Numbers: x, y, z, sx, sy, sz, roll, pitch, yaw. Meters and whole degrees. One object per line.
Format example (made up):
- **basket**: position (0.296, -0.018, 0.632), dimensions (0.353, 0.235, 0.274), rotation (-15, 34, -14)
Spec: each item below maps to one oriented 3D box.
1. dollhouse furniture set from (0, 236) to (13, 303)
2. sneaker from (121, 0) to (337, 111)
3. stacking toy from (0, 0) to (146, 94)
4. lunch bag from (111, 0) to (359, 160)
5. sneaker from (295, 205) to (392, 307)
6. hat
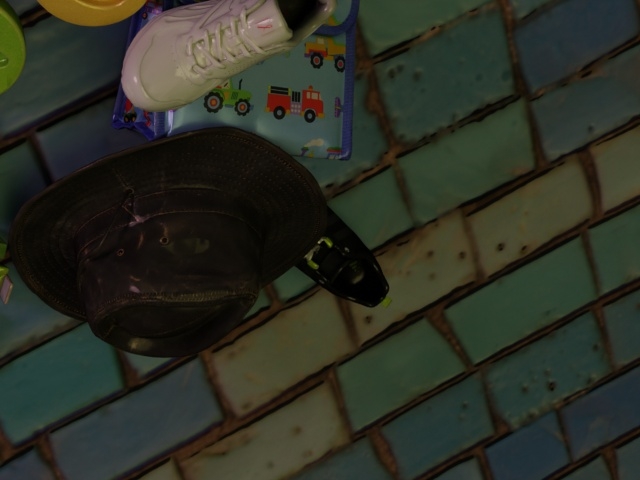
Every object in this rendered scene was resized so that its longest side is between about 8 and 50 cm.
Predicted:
- **dollhouse furniture set**: position (-0.364, 0.061, 1.741), dimensions (0.076, 0.058, 0.151), rotation (12, 106, -30)
- **sneaker**: position (-0.084, -0.197, 1.597), dimensions (0.232, 0.115, 0.090), rotation (-35, 106, -24)
- **stacking toy**: position (-0.340, -0.295, 1.599), dimensions (0.279, 0.130, 0.309), rotation (-37, 124, 24)
- **lunch bag**: position (-0.075, -0.242, 1.730), dimensions (0.221, 0.138, 0.293), rotation (4, 97, -26)
- **sneaker**: position (0.000, 0.000, 1.871), dimensions (0.235, 0.097, 0.084), rotation (35, 93, -33)
- **hat**: position (-0.147, 0.035, 1.712), dimensions (0.331, 0.134, 0.331), rotation (-7, 142, -6)
